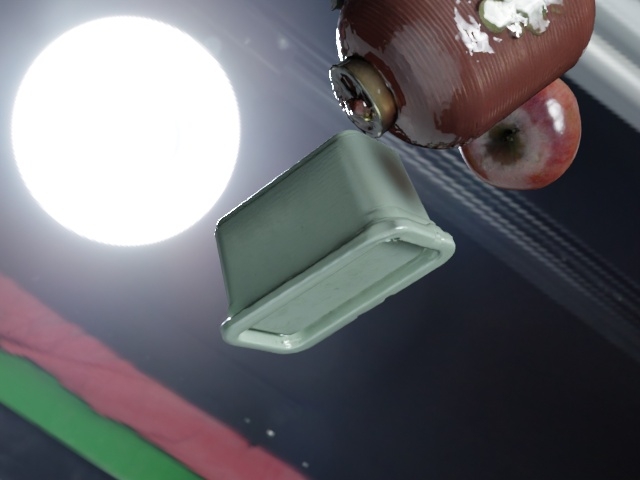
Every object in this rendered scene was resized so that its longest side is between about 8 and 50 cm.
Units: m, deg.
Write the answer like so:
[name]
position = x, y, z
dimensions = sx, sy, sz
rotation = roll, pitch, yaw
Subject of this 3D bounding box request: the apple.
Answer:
[apple]
position = 0.237, -0.136, 1.155
dimensions = 0.153, 0.120, 0.153
rotation = 19, -57, 32

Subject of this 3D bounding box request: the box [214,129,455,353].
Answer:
[box]
position = 0.000, 0.000, 1.291
dimensions = 0.312, 0.182, 0.175
rotation = -33, -30, 28

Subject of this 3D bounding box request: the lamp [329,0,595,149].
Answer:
[lamp]
position = 0.114, -0.183, 0.816
dimensions = 0.180, 0.258, 0.180
rotation = 51, -14, 18
